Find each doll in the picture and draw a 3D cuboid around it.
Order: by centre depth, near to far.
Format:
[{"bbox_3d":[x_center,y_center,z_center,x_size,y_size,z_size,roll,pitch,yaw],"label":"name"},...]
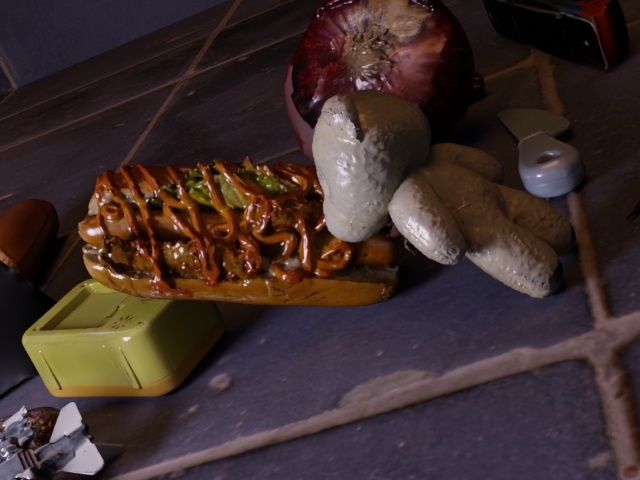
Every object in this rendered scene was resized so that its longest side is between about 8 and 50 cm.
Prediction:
[{"bbox_3d":[0.112,-0.033,1.076,0.149,0.278,0.175,-59,-5,5],"label":"doll"}]

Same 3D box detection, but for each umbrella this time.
[{"bbox_3d":[0.346,-0.056,1.129,0.122,0.013,0.022,-42,15,-33],"label":"umbrella"}]

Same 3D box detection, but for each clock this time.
[{"bbox_3d":[-0.222,0.107,1.258,0.202,0.096,0.143,-7,26,36],"label":"clock"}]

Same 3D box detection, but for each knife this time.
[{"bbox_3d":[0.268,-0.127,1.350,0.080,0.044,0.331,-21,19,11],"label":"knife"}]

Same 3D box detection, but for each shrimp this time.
[{"bbox_3d":[-0.350,0.230,1.158,0.190,0.074,0.073,-21,41,-3],"label":"shrimp"}]

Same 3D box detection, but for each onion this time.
[{"bbox_3d":[0.090,-0.205,1.507,0.272,0.271,0.195,-14,-13,27],"label":"onion"}]

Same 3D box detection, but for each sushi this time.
[{"bbox_3d":[-0.482,0.119,1.406,0.227,0.215,0.212,-55,25,-14],"label":"sushi"}]

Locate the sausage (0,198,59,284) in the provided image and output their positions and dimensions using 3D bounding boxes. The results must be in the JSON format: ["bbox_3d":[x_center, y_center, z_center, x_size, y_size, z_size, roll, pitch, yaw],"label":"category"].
[{"bbox_3d":[-0.478,0.012,1.740,0.105,0.105,0.274,-22,22,7],"label":"sausage"}]

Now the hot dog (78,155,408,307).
[{"bbox_3d":[-0.079,-0.015,1.165,0.349,0.117,0.158,3,68,-1],"label":"hot dog"}]

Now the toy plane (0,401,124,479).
[{"bbox_3d":[-0.305,0.241,1.070,0.234,0.082,0.160,-30,49,-11],"label":"toy plane"}]

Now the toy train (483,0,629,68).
[{"bbox_3d":[0.355,-0.336,1.654,0.089,0.086,0.409,-25,22,-5],"label":"toy train"}]

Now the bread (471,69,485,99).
[{"bbox_3d":[0.178,-0.219,1.614,0.113,0.060,0.082,-34,26,-17],"label":"bread"}]
